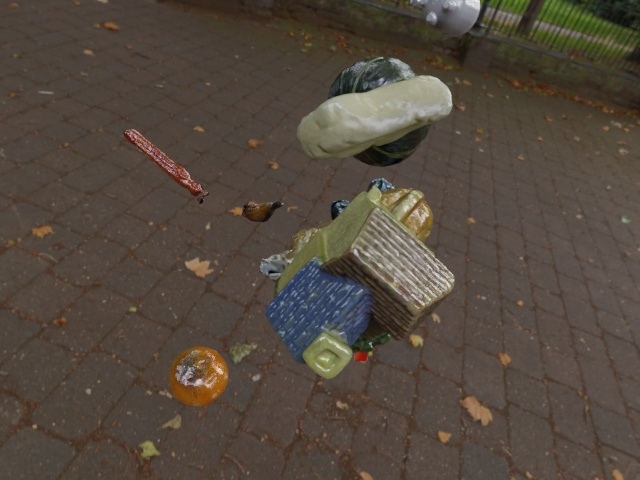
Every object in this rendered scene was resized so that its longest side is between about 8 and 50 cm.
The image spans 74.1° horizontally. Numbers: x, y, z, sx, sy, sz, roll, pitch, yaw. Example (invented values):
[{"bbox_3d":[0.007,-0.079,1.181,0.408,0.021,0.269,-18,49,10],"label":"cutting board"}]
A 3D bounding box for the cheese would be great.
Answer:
[{"bbox_3d":[0.088,-0.214,0.750,0.263,0.159,0.092,-21,92,-18],"label":"cheese"}]

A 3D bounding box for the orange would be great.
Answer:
[{"bbox_3d":[-0.457,0.507,1.591,0.224,0.170,0.223,-3,59,5],"label":"orange"}]

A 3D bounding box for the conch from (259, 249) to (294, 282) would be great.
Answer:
[{"bbox_3d":[-0.151,0.135,2.082,0.275,0.148,0.182,-3,53,21],"label":"conch"}]

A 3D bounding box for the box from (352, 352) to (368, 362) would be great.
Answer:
[{"bbox_3d":[0.123,0.316,1.473,0.050,0.122,0.229,8,11,-10],"label":"box"}]

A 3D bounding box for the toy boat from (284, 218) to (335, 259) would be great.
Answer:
[{"bbox_3d":[0.000,0.000,1.690,0.311,0.115,0.089,-22,12,-17],"label":"toy boat"}]

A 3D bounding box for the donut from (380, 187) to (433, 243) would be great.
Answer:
[{"bbox_3d":[0.162,0.026,1.257,0.198,0.448,0.449,41,40,9],"label":"donut"}]

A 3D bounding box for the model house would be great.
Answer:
[{"bbox_3d":[0.074,0.104,0.740,0.261,0.321,0.266,41,10,-9],"label":"model house"}]

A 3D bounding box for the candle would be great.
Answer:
[{"bbox_3d":[-0.489,-0.242,1.350,0.329,0.048,0.051,41,21,-1],"label":"candle"}]

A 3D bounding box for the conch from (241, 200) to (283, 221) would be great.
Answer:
[{"bbox_3d":[-0.225,-0.108,1.598,0.233,0.080,0.086,6,-6,33],"label":"conch"}]

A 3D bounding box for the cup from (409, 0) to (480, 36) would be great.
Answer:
[{"bbox_3d":[0.358,-0.693,1.237,0.142,0.134,0.173,-12,66,-43],"label":"cup"}]

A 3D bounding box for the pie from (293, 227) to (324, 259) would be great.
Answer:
[{"bbox_3d":[0.018,0.059,0.966,0.205,0.084,0.179,49,25,-5],"label":"pie"}]

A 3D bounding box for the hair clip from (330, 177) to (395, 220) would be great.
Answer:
[{"bbox_3d":[0.209,-0.137,1.922,0.310,0.206,0.194,-30,12,-2],"label":"hair clip"}]

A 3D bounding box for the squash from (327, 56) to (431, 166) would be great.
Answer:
[{"bbox_3d":[0.133,-0.294,0.988,0.165,0.252,0.252,-38,62,-25],"label":"squash"}]
